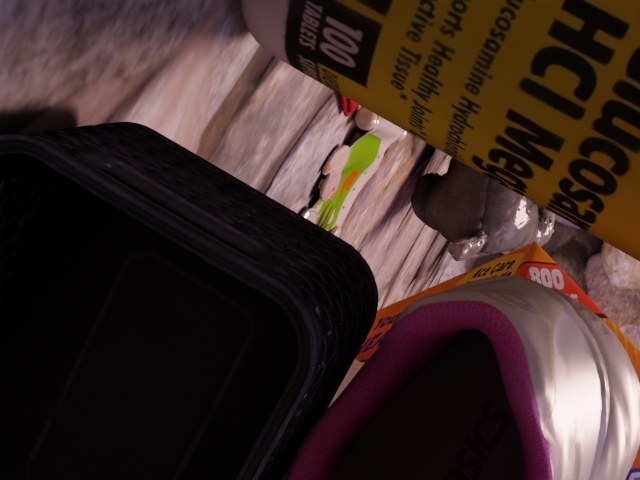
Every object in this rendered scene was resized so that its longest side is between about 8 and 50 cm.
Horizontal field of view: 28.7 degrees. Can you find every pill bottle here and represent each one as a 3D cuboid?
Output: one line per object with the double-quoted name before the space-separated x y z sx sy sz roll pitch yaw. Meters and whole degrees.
"pill bottle" 0.151 -0.085 0.501 0.188 0.334 0.188 -57 170 -15

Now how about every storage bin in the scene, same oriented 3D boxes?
"storage bin" -0.075 0.063 0.409 0.180 0.122 0.084 -62 171 15

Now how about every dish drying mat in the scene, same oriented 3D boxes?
"dish drying mat" 0.022 -0.102 0.789 0.032 0.008 0.083 -60 171 -7

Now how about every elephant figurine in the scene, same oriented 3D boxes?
"elephant figurine" 0.197 -0.114 1.361 0.169 0.186 0.239 6 110 -33

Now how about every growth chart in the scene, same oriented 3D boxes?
"growth chart" 0.000 0.000 0.959 0.237 0.021 0.172 -63 170 16

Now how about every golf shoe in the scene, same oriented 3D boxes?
"golf shoe" -0.001 0.143 0.395 0.306 0.115 0.140 -65 161 -4

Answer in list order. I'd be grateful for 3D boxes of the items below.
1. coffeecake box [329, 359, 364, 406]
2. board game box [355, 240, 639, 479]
"coffeecake box" -0.057 0.130 0.664 0.185 0.142 0.068 -57 170 -22
"board game box" 0.088 0.287 0.916 0.356 0.356 0.356 -29 -160 53
